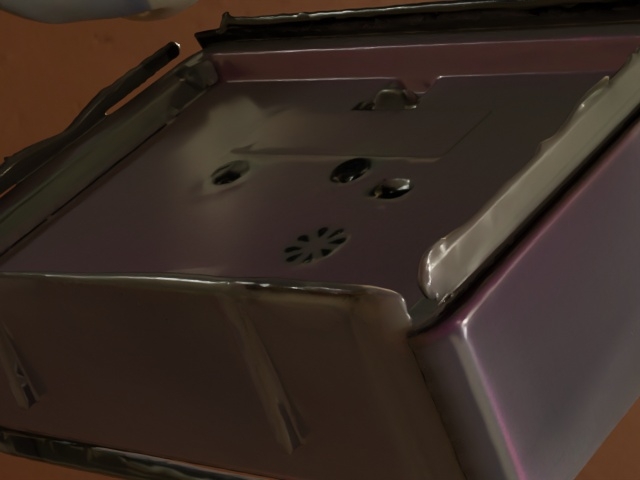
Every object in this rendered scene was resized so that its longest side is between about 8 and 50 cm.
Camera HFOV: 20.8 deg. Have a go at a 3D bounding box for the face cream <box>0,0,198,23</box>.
[{"bbox_3d":[-0.190,-0.248,0.957,0.137,0.420,0.235,6,-103,44],"label":"face cream"}]

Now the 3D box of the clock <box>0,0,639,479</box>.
[{"bbox_3d":[-0.001,0.000,0.458,0.193,0.073,0.144,3,-144,44],"label":"clock"}]
